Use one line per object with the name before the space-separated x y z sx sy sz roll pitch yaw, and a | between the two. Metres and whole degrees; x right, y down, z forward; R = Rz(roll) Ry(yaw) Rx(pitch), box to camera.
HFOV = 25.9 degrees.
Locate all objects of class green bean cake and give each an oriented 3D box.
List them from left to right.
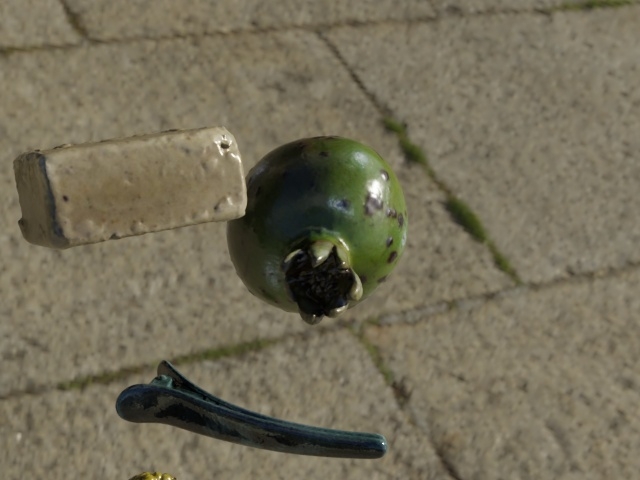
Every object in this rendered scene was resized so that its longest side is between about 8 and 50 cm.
green bean cake | -0.163 -0.047 1.183 0.179 0.085 0.109 -11 7 -23

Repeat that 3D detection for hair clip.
hair clip | -0.055 0.151 1.139 0.229 0.039 0.070 14 27 24

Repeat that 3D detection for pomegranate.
pomegranate | 0.009 -0.015 1.758 0.242 0.242 0.306 4 4 -17

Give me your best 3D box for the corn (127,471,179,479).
corn | -0.287 0.432 2.089 0.119 0.322 0.119 15 56 -24
